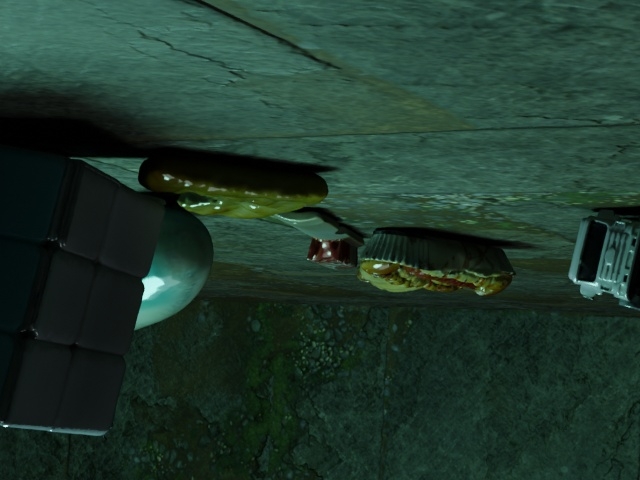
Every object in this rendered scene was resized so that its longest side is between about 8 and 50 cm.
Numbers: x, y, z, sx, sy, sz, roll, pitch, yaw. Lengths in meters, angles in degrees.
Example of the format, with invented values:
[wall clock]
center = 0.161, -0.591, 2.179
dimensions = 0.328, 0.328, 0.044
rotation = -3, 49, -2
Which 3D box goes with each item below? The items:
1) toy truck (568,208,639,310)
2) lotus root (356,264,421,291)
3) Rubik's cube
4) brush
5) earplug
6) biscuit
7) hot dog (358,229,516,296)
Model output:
[toy truck]
center = 0.350, 0.027, 1.533
dimensions = 0.116, 0.110, 0.216
rotation = 13, -177, 40
[lotus root]
center = 0.111, 0.038, 2.004
dimensions = 0.150, 0.062, 0.073
rotation = -3, 149, 43
[Rubik's cube]
center = -0.292, 0.038, 1.228
dimensions = 0.231, 0.225, 0.221
rotation = 10, 174, 15
[brush]
center = 0.000, 0.000, 1.766
dimensions = 0.060, 0.050, 0.321
rotation = 6, 174, 12
[earplug]
center = -0.222, 0.031, 1.670
dimensions = 0.185, 0.185, 0.324
rotation = 7, 167, -32
[biscuit]
center = -0.101, -0.049, 1.345
dimensions = 0.174, 0.039, 0.183
rotation = 5, 174, -25
[hot dog]
center = 0.149, 0.030, 1.852
dimensions = 0.131, 0.069, 0.252
rotation = -1, 172, 43
